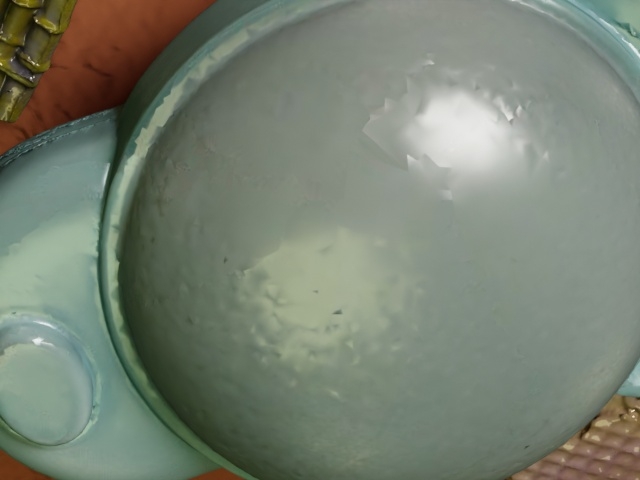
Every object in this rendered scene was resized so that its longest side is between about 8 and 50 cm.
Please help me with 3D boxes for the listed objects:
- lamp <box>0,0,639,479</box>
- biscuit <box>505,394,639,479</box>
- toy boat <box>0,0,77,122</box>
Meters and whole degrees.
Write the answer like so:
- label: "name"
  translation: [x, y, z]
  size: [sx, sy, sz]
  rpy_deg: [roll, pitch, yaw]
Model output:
- label: "lamp"
  translation: [0.000, 0.006, 0.582]
  size: [0.284, 0.147, 0.209]
  rpy_deg: [-9, 117, 17]
- label: "biscuit"
  translation: [0.158, 0.118, 0.716]
  size: [0.108, 0.061, 0.239]
  rpy_deg: [-19, 126, 21]
- label: "toy boat"
  translation: [-0.121, -0.097, 0.602]
  size: [0.063, 0.016, 0.115]
  rpy_deg: [24, 130, -11]
